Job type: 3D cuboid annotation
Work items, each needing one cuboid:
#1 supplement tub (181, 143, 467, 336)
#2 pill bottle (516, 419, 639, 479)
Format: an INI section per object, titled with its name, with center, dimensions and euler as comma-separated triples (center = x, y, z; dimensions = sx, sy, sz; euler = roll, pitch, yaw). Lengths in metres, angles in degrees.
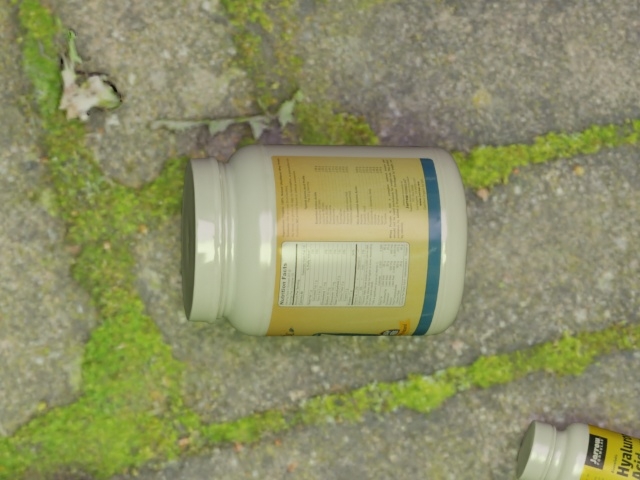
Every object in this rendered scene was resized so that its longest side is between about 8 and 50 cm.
[supplement tub]
center = 0.000, 0.000, 1.452
dimensions = 0.199, 0.144, 0.144
euler = 0, 71, -9
[pill bottle]
center = 0.210, 0.174, 1.468
dimensions = 0.116, 0.065, 0.065
euler = 16, 70, -3
